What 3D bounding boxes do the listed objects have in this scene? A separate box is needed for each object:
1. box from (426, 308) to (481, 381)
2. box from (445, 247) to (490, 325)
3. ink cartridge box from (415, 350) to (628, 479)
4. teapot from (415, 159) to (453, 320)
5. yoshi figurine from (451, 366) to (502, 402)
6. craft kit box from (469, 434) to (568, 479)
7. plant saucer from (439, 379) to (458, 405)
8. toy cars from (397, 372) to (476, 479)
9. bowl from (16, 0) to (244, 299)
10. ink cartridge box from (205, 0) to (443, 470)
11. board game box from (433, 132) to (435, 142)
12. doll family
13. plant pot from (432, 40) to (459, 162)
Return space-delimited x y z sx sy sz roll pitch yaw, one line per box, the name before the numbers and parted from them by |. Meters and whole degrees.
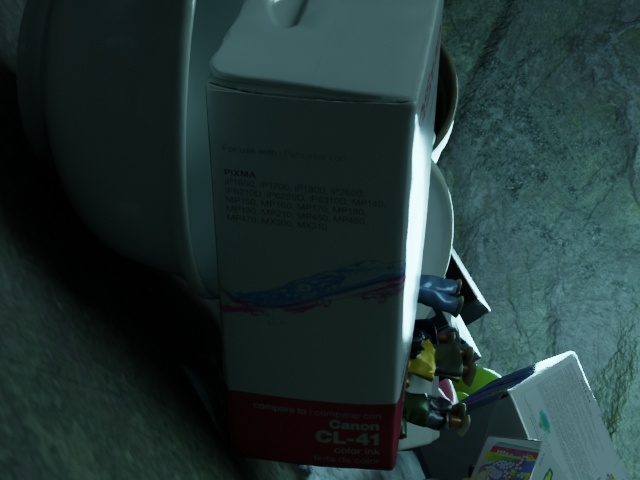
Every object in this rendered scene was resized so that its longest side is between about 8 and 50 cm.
box | 0.059 0.060 1.336 0.247 0.163 0.142 64 10 30
box | 0.161 0.043 1.682 0.184 0.103 0.261 58 6 14
ink cartridge box | 0.295 0.310 1.483 0.395 0.151 0.270 -8 76 -62
teapot | 0.000 0.000 1.121 0.187 0.256 0.252 17 2 39
yoshi figurine | 0.293 0.337 1.762 0.362 0.204 0.203 54 2 -26
craft kit box | 0.150 0.317 0.823 0.246 0.061 0.250 52 51 -31
plant saucer | 0.082 0.116 1.586 0.332 0.084 0.332 57 8 -13
toy cars | 0.118 0.221 1.085 0.393 0.087 0.176 54 50 -36
bowl | -0.117 -0.114 0.762 0.298 0.134 0.297 6 90 -84
ink cartridge box | 0.010 -0.024 0.794 0.226 0.131 0.306 -74 169 -52
board game box | -0.012 -0.171 1.350 0.224 0.097 0.303 19 -8 26
doll family | 0.073 0.085 0.979 0.193 0.111 0.076 -94 -161 -54
plant pot | 0.042 -0.157 1.717 0.280 0.323 0.323 84 -19 -64
